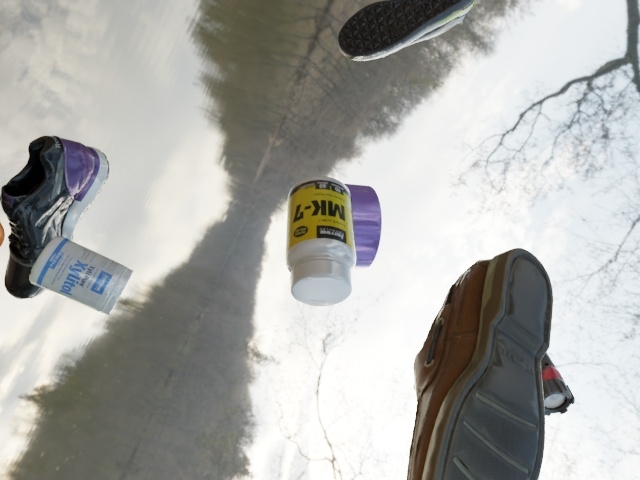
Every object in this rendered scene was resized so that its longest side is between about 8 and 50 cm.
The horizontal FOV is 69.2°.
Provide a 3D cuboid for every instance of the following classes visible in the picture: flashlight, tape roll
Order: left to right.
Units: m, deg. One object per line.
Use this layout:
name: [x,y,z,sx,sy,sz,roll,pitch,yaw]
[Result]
tape roll: [0.060,-0.030,1.015,0.189,0.080,0.188,-177,-90,-73]
flashlight: [0.611,0.351,1.336,0.304,0.103,0.103,-93,-164,-61]

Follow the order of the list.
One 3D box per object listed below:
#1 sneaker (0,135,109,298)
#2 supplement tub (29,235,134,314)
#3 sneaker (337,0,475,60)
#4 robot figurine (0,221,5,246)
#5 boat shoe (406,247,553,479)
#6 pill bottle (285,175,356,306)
sneaker: [-0.466,-0.039,0.743,0.283,0.107,0.124,-63,159,5]
supplement tub: [-0.314,0.046,0.615,0.071,0.107,0.071,-53,-161,27]
sneaker: [0.145,-0.341,0.751,0.097,0.235,0.084,44,26,-77]
robot figurine: [-0.559,-0.041,0.683,0.128,0.219,0.158,-23,158,-36]
boat shoe: [0.149,0.146,0.462,0.104,0.111,0.307,-31,-161,53]
pill bottle: [0.000,0.000,0.799,0.119,0.119,0.208,124,-28,-46]
